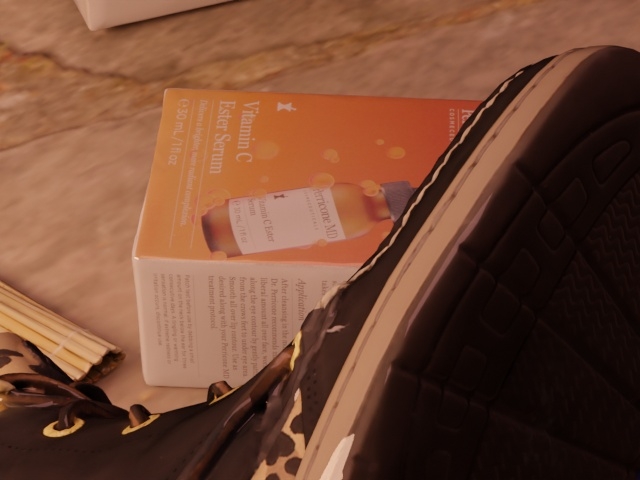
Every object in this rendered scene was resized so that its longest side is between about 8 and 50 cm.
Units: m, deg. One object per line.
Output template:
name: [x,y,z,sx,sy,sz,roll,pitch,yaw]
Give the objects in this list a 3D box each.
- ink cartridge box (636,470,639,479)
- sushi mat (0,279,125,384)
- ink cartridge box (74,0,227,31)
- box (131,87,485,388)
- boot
ink cartridge box: [0.179,0.038,0.883,0.371,0.069,0.175,-27,8,-28]
sushi mat: [-0.267,0.029,0.994,0.316,0.019,0.151,27,50,26]
ink cartridge box: [-0.085,-0.252,1.220,0.207,0.119,0.353,-15,44,-16]
box: [0.000,0.000,0.973,0.170,0.091,0.130,2,43,2]
boot: [-0.044,0.081,0.725,0.284,0.138,0.377,13,71,48]
